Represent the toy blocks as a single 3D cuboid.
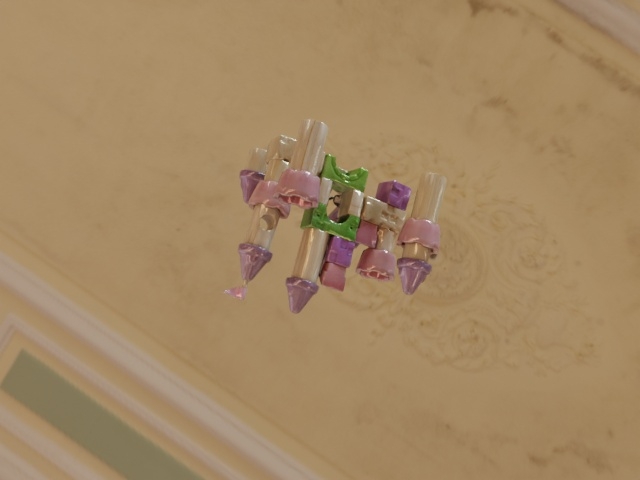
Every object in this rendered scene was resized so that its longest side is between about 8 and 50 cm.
[{"bbox_3d":[0.000,0.000,1.273,0.288,0.309,0.260,20,-103,-25],"label":"toy blocks"}]
